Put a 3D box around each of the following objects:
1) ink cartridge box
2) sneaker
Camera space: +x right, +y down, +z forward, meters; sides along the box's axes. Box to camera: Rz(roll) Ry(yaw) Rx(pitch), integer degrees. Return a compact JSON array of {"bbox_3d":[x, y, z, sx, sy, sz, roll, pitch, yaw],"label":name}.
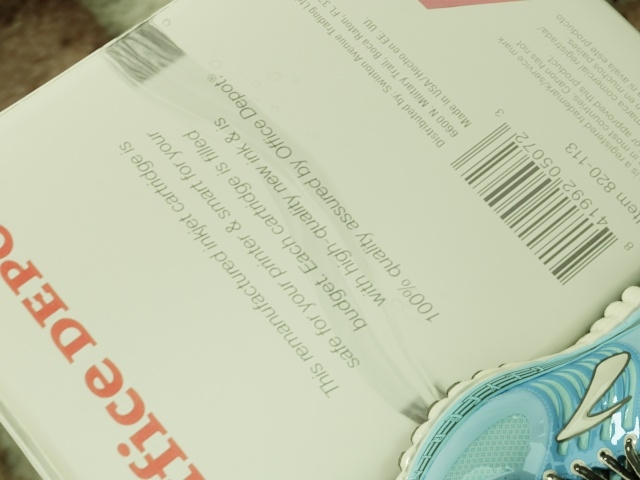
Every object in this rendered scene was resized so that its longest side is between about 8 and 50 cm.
[{"bbox_3d":[0.000,0.000,0.477,0.283,0.117,0.207,-37,74,-16],"label":"ink cartridge box"},{"bbox_3d":[0.092,0.065,0.373,0.162,0.073,0.063,-35,112,-16],"label":"sneaker"}]
